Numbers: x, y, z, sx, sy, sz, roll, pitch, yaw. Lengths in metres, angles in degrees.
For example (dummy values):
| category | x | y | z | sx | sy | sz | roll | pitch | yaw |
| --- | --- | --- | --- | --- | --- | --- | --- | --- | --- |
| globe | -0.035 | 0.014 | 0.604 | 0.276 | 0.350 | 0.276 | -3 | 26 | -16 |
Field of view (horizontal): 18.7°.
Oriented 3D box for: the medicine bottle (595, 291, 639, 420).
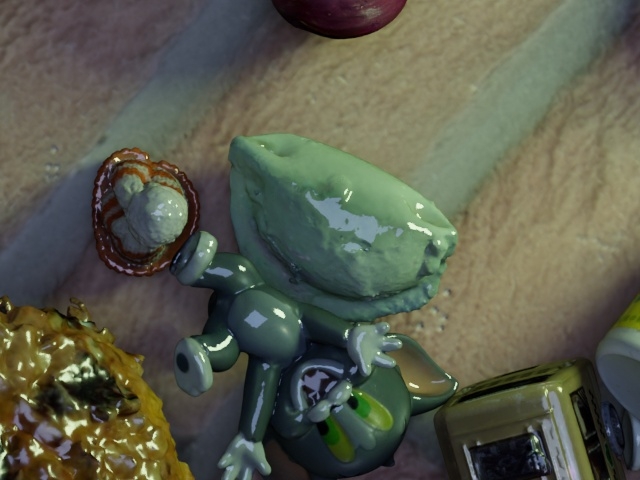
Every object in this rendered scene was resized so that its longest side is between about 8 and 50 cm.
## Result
| category | x | y | z | sx | sy | sz | roll | pitch | yaw |
| --- | --- | --- | --- | --- | --- | --- | --- | --- | --- |
| medicine bottle | 0.358 | 0.045 | 1.631 | 0.143 | 0.143 | 0.258 | 43 | 72 | -1 |

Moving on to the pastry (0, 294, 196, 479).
| category | x | y | z | sx | sy | sz | roll | pitch | yaw |
| --- | --- | --- | --- | --- | --- | --- | --- | --- | --- |
| pastry | -0.282 | 0.213 | 1.538 | 0.405 | 0.292 | 0.337 | -1 | 88 | -7 |

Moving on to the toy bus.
| category | x | y | z | sx | sy | sz | roll | pitch | yaw |
| --- | --- | --- | --- | --- | --- | --- | --- | --- | --- |
| toy bus | 0.196 | 0.253 | 1.610 | 0.139 | 0.157 | 0.289 | -15 | 90 | 19 |

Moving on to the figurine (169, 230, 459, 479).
| category | x | y | z | sx | sy | sz | roll | pitch | yaw |
| --- | --- | --- | --- | --- | --- | --- | --- | --- | --- |
| figurine | -0.035 | 0.114 | 1.626 | 0.265 | 0.140 | 0.193 | 39 | 88 | -4 |

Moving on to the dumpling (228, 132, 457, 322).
| category | x | y | z | sx | sy | sz | roll | pitch | yaw |
| --- | --- | --- | --- | --- | --- | --- | --- | --- | --- |
| dumpling | 0.003 | -0.004 | 1.652 | 0.217 | 0.105 | 0.149 | 31 | 87 | -2 |

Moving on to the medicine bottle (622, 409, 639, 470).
| category | x | y | z | sx | sy | sz | roll | pitch | yaw |
| --- | --- | --- | --- | --- | --- | --- | --- | --- | --- |
| medicine bottle | 0.309 | 0.171 | 1.686 | 0.089 | 0.057 | 0.057 | -2 | 88 | -4 |

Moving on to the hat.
| category | x | y | z | sx | sy | sz | roll | pitch | yaw |
| --- | --- | --- | --- | --- | --- | --- | --- | --- | --- |
| hat | -0.147 | -0.024 | 1.618 | 0.094 | 0.162 | 0.112 | -5 | 92 | -3 |

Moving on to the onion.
| category | x | y | z | sx | sy | sz | roll | pitch | yaw |
| --- | --- | --- | --- | --- | --- | --- | --- | --- | --- |
| onion | 0.016 | -0.257 | 1.627 | 0.153 | 0.177 | 0.177 | -26 | 90 | 26 |
